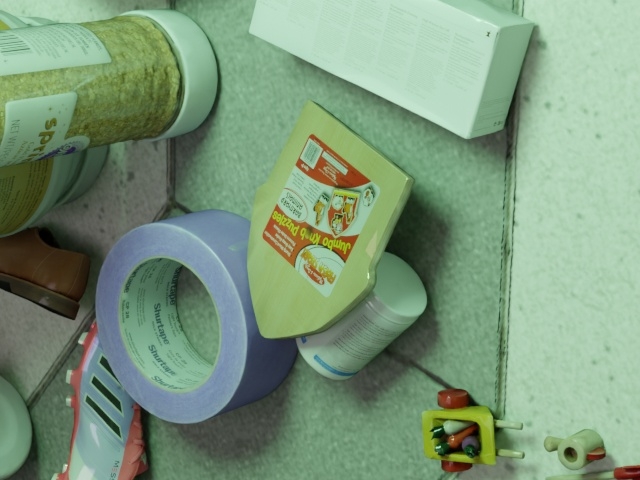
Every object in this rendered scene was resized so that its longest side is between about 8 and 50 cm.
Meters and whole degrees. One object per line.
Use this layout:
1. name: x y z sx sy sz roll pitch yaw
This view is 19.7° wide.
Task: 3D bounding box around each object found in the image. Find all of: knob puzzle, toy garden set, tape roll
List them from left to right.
1. tape roll: -0.115 0.070 1.706 0.189 0.080 0.189 11 108 37
2. knob puzzle: 0.000 0.000 1.585 0.213 0.030 0.213 -20 63 46
3. toy garden set: 0.180 0.237 1.528 0.244 0.049 0.204 5 103 38

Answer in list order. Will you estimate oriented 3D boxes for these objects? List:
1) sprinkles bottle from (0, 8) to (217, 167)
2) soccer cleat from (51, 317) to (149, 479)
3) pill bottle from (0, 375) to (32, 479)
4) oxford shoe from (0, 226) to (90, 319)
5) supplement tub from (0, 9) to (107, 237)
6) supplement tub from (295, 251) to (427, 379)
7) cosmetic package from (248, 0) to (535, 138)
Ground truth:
1. sprinkles bottle: -0.246 -0.127 1.586 0.121 0.355 0.121 10 106 37
2. soccer cleat: -0.205 0.182 1.818 0.095 0.083 0.248 14 106 5
3. pill bottle: -0.417 0.225 1.955 0.221 0.124 0.124 -26 83 39
4. oxford shoe: -0.307 0.017 1.869 0.212 0.076 0.076 18 81 37
5. supplement tub: -0.375 -0.101 1.721 0.228 0.316 0.228 10 106 37
6. supplement tub: 0.034 0.066 1.592 0.107 0.071 0.071 -43 73 36
7. cosmetic package: 0.056 -0.177 1.525 0.239 0.060 0.099 29 119 30
